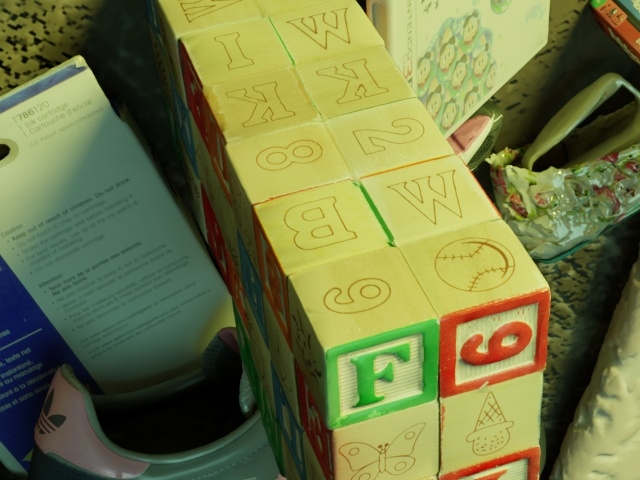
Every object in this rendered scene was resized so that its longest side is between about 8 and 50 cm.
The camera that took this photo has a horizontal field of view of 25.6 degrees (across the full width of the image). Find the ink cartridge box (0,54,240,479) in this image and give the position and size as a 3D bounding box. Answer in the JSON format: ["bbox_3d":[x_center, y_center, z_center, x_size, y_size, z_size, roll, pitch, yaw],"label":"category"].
[{"bbox_3d":[-0.135,0.040,0.783,0.165,0.065,0.333,-26,134,-1],"label":"ink cartridge box"}]

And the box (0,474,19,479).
[{"bbox_3d":[-0.253,0.187,0.800,0.180,0.078,0.147,23,132,-23],"label":"box"}]

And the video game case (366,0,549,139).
[{"bbox_3d":[0.074,-0.125,0.710,0.157,0.019,0.143,-43,144,-37],"label":"video game case"}]

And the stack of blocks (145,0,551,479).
[{"bbox_3d":[0.000,0.000,0.648,0.087,0.297,0.171,-15,133,-11],"label":"stack of blocks"}]

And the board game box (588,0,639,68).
[{"bbox_3d":[0.256,-0.090,0.694,0.145,0.281,0.027,-34,129,5],"label":"board game box"}]

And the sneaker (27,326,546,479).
[{"bbox_3d":[-0.006,0.107,0.785,0.319,0.112,0.131,-11,114,-27],"label":"sneaker"}]

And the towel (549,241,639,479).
[{"bbox_3d":[0.335,0.082,1.028,0.316,0.053,0.332,-5,130,-21],"label":"towel"}]

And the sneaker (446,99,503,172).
[{"bbox_3d":[0.045,-0.019,0.821,0.077,0.072,0.178,14,130,-45],"label":"sneaker"}]

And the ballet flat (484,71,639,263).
[{"bbox_3d":[0.202,-0.075,0.825,0.241,0.091,0.077,-34,111,1],"label":"ballet flat"}]
